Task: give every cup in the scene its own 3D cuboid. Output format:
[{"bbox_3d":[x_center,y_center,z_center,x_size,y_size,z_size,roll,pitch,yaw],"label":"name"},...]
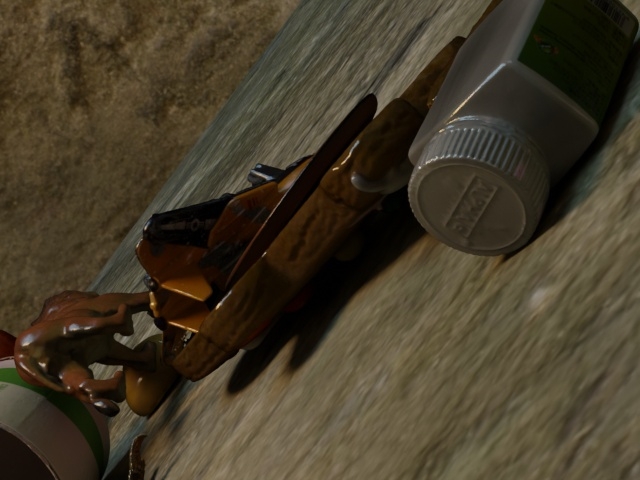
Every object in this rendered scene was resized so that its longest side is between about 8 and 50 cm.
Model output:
[{"bbox_3d":[-0.335,0.249,1.664,0.253,0.253,0.274,-50,3,16],"label":"cup"}]

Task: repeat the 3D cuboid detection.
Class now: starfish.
[{"bbox_3d":[-0.191,0.252,1.530,0.133,0.041,0.130,-38,-26,-51],"label":"starfish"}]

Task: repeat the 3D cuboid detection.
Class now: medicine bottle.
[{"bbox_3d":[0.129,-0.084,1.093,0.132,0.088,0.188,-42,15,48],"label":"medicine bottle"}]

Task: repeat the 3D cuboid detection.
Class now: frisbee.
[{"bbox_3d":[-0.016,-0.046,1.653,0.251,0.021,0.251,-54,-3,-4],"label":"frisbee"}]

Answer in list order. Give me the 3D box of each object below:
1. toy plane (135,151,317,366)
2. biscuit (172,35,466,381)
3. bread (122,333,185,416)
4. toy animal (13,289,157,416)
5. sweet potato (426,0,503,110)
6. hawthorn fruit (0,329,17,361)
[{"bbox_3d":[-0.096,-0.018,1.800,0.316,0.103,0.204,-54,-34,-43],"label":"toy plane"},{"bbox_3d":[0.001,0.001,1.423,0.432,0.064,0.283,-49,-1,40],"label":"biscuit"},{"bbox_3d":[-0.194,0.145,1.826,0.082,0.056,0.115,-50,11,16],"label":"bread"},{"bbox_3d":[-0.257,0.109,1.719,0.312,0.157,0.097,-53,-42,-78],"label":"toy animal"},{"bbox_3d":[0.171,-0.169,1.260,0.244,0.077,0.077,-48,8,-21],"label":"sweet potato"},{"bbox_3d":[-0.436,0.243,1.997,0.295,0.295,0.311,-58,13,-26],"label":"hawthorn fruit"}]
